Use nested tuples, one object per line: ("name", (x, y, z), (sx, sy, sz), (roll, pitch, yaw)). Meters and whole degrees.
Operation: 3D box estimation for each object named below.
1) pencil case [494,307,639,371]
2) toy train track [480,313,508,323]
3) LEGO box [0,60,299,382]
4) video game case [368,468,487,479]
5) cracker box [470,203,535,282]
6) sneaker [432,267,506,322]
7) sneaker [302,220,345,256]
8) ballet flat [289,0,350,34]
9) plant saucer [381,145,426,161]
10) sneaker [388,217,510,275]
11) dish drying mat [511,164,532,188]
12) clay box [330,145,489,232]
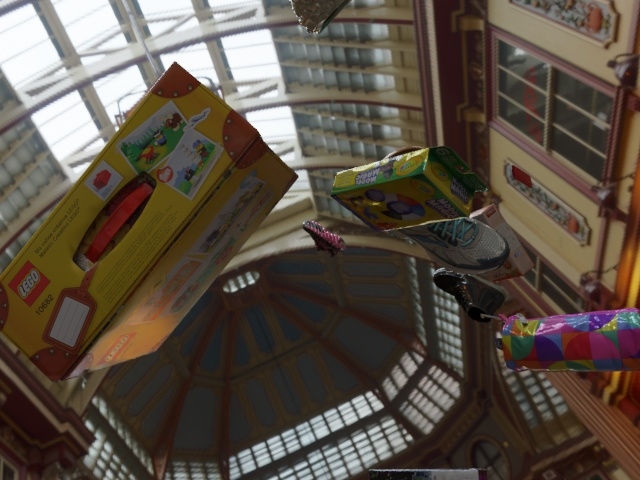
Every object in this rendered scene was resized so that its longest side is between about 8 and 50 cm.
("pencil case", (0.405, 0.161, 0.943), (0.236, 0.105, 0.104), (-8, -35, 36))
("toy train track", (0.442, 0.199, 1.470), (0.048, 0.083, 0.014), (57, -132, -58))
("LEGO box", (-0.291, -0.017, 1.078), (0.500, 0.193, 0.372), (-50, -8, 2))
("video game case", (0.176, 0.491, 0.947), (0.210, 0.232, 0.041), (-17, -27, 35))
("cracker box", (0.545, 0.012, 1.850), (0.067, 0.155, 0.232), (-35, -89, -21))
("sneaker", (0.412, 0.154, 1.701), (0.118, 0.222, 0.083), (-42, -41, -41))
("sneaker", (0.000, 0.000, 1.375), (0.119, 0.047, 0.057), (33, -61, -20))
("ballet flat", (0.077, -0.557, 1.131), (0.147, 0.147, 0.408), (22, -37, -37))
("plant saucer", (0.222, -0.157, 1.533), (0.199, 0.037, 0.200), (-8, -56, -13))
("sneaker", (0.220, -0.027, 1.116), (0.110, 0.282, 0.122), (-60, -22, -15))
("dish drying mat", (0.439, -0.138, 1.281), (0.008, 0.032, 0.083), (-22, -26, 39))
("clay box", (0.138, -0.076, 0.930), (0.127, 0.222, 0.053), (35, -118, -34))
